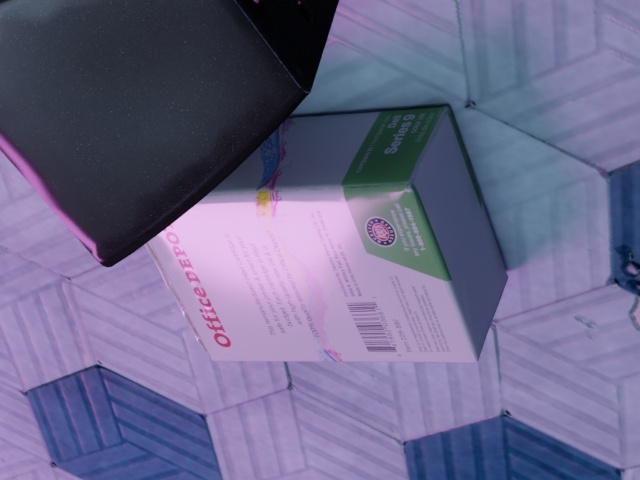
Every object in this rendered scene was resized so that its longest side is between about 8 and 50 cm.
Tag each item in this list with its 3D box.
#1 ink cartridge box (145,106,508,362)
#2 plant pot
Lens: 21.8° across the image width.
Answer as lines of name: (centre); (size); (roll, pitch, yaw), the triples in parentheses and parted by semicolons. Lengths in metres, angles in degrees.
ink cartridge box: (0.000, 0.000, 1.121); (0.212, 0.093, 0.154); (-4, 129, 27)
plant pot: (-0.096, -0.130, 0.985); (0.167, 0.187, 0.188); (-23, 119, 27)
